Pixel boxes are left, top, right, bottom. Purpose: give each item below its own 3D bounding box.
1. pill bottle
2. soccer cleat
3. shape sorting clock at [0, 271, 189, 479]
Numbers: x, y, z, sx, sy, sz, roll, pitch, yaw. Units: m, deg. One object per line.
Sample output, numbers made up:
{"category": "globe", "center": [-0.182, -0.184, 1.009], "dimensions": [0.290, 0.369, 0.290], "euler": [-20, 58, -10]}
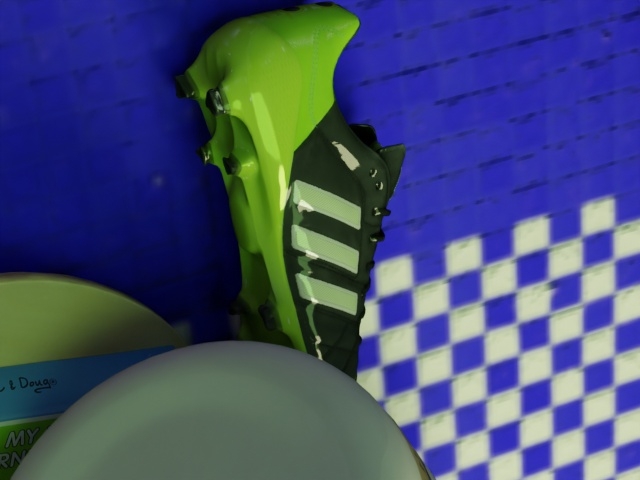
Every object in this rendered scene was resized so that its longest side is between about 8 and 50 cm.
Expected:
{"category": "pill bottle", "center": [0.002, 0.160, 0.690], "dimensions": [0.153, 0.153, 0.264], "euler": [-40, 142, -4]}
{"category": "soccer cleat", "center": [0.000, 0.000, 0.693], "dimensions": [0.072, 0.060, 0.179], "euler": [-23, 120, -23]}
{"category": "shape sorting clock", "center": [-0.127, 0.103, 0.686], "dimensions": [0.206, 0.040, 0.206], "euler": [-19, 130, -25]}
